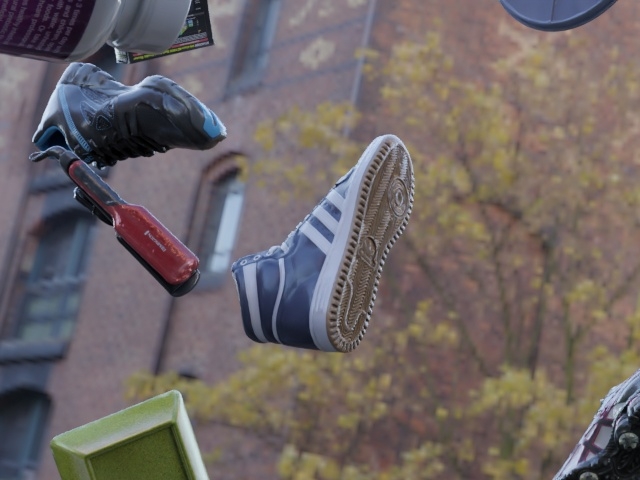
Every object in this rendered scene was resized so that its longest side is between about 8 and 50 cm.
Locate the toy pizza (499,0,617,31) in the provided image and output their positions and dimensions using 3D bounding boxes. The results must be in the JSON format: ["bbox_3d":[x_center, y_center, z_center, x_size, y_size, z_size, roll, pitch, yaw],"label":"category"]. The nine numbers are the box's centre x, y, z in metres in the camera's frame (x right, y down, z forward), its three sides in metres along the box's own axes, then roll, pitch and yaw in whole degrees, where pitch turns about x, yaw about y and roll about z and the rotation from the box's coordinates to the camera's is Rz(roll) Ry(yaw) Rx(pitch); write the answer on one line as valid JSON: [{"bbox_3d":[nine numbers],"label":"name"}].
[{"bbox_3d":[0.221,-0.277,1.355,0.032,0.201,0.201,9,-12,-39],"label":"toy pizza"}]

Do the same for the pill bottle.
[{"bbox_3d":[-0.269,-0.244,1.363,0.302,0.169,0.169,7,-13,-30],"label":"pill bottle"}]

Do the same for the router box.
[{"bbox_3d":[-0.193,-0.270,1.902,0.122,0.092,0.038,-17,18,-30],"label":"router box"}]

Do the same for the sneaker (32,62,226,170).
[{"bbox_3d":[-0.264,-0.150,2.179,0.341,0.139,0.125,12,-25,46],"label":"sneaker"}]

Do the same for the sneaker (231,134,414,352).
[{"bbox_3d":[0.000,0.000,1.773,0.153,0.282,0.099,-4,-38,35],"label":"sneaker"}]

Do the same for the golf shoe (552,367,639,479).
[{"bbox_3d":[0.363,0.255,1.920,0.105,0.120,0.273,27,-54,-11],"label":"golf shoe"}]

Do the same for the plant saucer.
[{"bbox_3d":[-0.236,0.316,2.072,0.188,0.188,0.045,-21,8,-21],"label":"plant saucer"}]

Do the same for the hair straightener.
[{"bbox_3d":[-0.217,-0.020,1.653,0.230,0.047,0.089,37,-18,14],"label":"hair straightener"}]
